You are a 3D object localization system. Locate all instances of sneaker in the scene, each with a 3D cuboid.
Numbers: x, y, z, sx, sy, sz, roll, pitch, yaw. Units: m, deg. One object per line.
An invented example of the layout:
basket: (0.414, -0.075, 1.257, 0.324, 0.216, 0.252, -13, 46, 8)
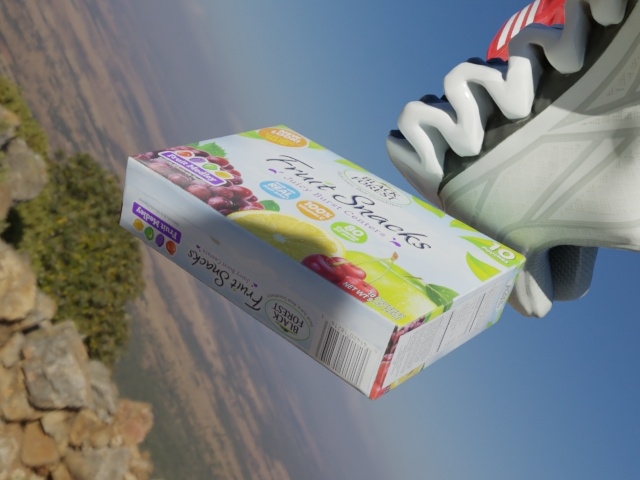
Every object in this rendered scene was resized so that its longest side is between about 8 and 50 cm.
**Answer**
sneaker: (0.147, -0.066, 0.341, 0.292, 0.110, 0.118, -44, -114, 50)
sneaker: (0.229, -0.140, 0.815, 0.087, 0.128, 0.221, 43, 29, -42)

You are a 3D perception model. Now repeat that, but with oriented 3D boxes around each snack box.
snack box: (0.000, 0.000, 0.378, 0.141, 0.100, 0.037, 31, -61, 27)
